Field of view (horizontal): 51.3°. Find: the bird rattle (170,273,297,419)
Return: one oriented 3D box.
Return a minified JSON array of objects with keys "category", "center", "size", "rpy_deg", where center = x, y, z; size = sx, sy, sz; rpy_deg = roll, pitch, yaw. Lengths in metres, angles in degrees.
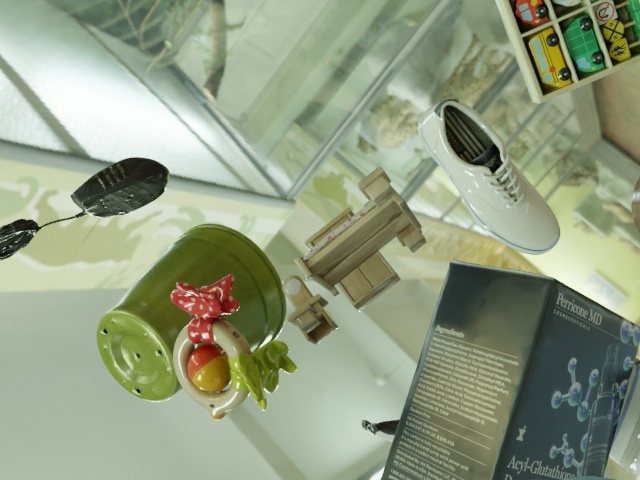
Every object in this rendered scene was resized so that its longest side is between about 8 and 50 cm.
[{"category":"bird rattle","center":[-0.180,0.194,1.130],"size":[0.253,0.207,0.143],"rpy_deg":[42,-155,6]}]

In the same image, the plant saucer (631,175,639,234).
[{"category":"plant saucer","center":[0.564,-0.058,0.983],"size":[0.198,0.199,0.036],"rpy_deg":[47,-162,29]}]

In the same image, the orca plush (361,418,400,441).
[{"category":"orca plush","center":[0.240,0.470,1.619],"size":[0.287,0.151,0.102],"rpy_deg":[16,-134,-1]}]

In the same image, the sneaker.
[{"category":"sneaker","center":[0.229,-0.082,0.902],"size":[0.258,0.094,0.091],"rpy_deg":[46,176,2]}]

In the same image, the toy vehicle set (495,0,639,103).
[{"category":"toy vehicle set","center":[0.308,-0.331,0.848],"size":[0.035,0.166,0.267],"rpy_deg":[-83,-32,-76]}]

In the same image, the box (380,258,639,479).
[{"category":"box","center":[0.318,0.272,1.094],"size":[0.293,0.396,0.212],"rpy_deg":[23,171,-36]}]

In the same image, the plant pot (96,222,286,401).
[{"category":"plant pot","center":[-0.328,0.191,1.601],"size":[0.366,0.366,0.353],"rpy_deg":[41,-144,8]}]

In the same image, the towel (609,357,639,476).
[{"category":"towel","center":[0.552,0.309,1.229],"size":[0.034,0.209,0.285],"rpy_deg":[-4,-157,-36]}]

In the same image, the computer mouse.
[{"category":"computer mouse","center":[-0.285,-0.038,0.759],"size":[0.071,0.242,0.041],"rpy_deg":[65,-177,-73]}]

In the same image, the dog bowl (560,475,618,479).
[{"category":"dog bowl","center":[0.285,0.262,0.468],"size":[0.297,0.074,0.166],"rpy_deg":[16,-165,24]}]

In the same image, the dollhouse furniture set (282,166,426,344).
[{"category":"dollhouse furniture set","center":[0.000,0.000,1.157],"size":[0.174,0.303,0.355],"rpy_deg":[53,-176,26]}]
